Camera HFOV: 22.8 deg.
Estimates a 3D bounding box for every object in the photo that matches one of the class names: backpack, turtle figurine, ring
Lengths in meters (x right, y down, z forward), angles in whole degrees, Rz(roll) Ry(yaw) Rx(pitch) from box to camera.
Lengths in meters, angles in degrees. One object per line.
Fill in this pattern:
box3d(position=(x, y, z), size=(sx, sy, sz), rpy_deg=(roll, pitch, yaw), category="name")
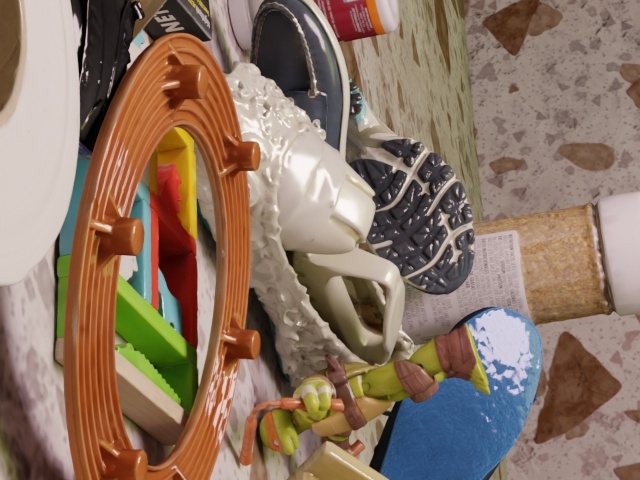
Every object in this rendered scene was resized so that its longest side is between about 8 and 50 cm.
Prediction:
box3d(position=(-0.158, -0.103, 0.918), size=(0.105, 0.084, 0.114), rpy_deg=(53, 36, -66), category="backpack")
box3d(position=(0.035, 0.141, 1.388), size=(0.269, 0.217, 0.087), rpy_deg=(68, 1, -64), category="turtle figurine")
box3d(position=(-0.087, 0.037, 1.017), size=(0.336, 0.032, 0.336), rpy_deg=(3, 90, -76), category="ring")

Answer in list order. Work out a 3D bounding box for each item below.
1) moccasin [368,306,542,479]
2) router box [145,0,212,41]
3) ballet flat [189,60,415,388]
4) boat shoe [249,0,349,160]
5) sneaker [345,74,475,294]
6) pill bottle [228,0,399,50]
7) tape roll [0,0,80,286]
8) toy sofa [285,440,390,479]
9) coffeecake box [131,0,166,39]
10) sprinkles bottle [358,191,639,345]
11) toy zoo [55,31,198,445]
box3d(position=(0.090, 0.212, 1.531), size=(0.342, 0.138, 0.117), rpy_deg=(-56, -174, -12), category="moccasin")
box3d(position=(-0.134, -0.241, 1.216), size=(0.179, 0.046, 0.133), rpy_deg=(44, 39, -70), category="router box")
box3d(position=(0.000, 0.000, 1.379), size=(0.409, 0.147, 0.147), rpy_deg=(67, 18, -48), category="ballet flat")
box3d(position=(-0.031, -0.102, 1.460), size=(0.079, 0.095, 0.254), rpy_deg=(-35, 133, -45), category="boat shoe")
box3d(position=(0.054, -0.060, 1.582), size=(0.283, 0.110, 0.122), rpy_deg=(53, -9, 14), category="sneaker")
box3d(position=(-0.007, -0.228, 1.524), size=(0.086, 0.152, 0.086), rpy_deg=(-9, 90, -78), category="pill bottle")
box3d(position=(-0.204, -0.112, 0.696), size=(0.286, 0.100, 0.286), rpy_deg=(-10, 90, -77), category="tape roll")
box3d(position=(-0.007, 0.336, 1.148), size=(0.150, 0.177, 0.362), rpy_deg=(34, 29, -13), category="toy sofa")
box3d(position=(-0.133, -0.237, 1.002), size=(0.142, 0.068, 0.185), rpy_deg=(-35, -124, 57), category="coffeecake box")
box3d(position=(0.164, 0.038, 1.613), size=(0.121, 0.356, 0.121), rpy_deg=(-10, 90, -78), category="sprinkles bottle")
box3d(position=(-0.130, -0.024, 1.108), size=(0.192, 0.030, 0.293), rpy_deg=(57, 27, -61), category="toy zoo")
